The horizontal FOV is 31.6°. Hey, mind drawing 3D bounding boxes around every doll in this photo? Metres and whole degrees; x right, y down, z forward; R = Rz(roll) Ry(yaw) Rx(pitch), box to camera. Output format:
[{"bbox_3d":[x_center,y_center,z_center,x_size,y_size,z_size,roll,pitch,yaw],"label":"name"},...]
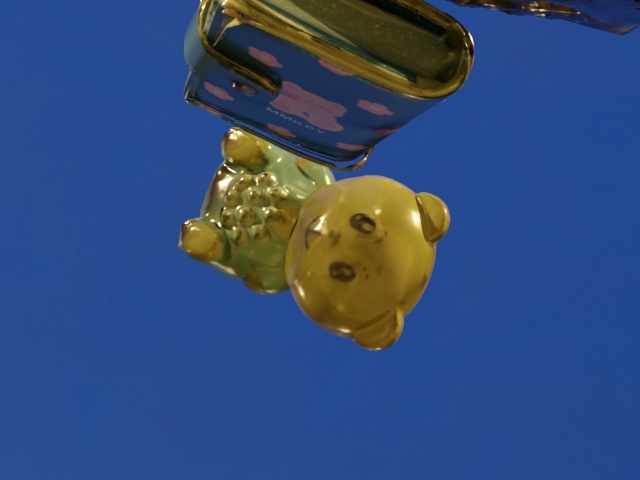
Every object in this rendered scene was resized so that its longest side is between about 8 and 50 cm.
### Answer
[{"bbox_3d":[0.000,0.000,1.220,0.261,0.177,0.161,21,-7,30],"label":"doll"}]

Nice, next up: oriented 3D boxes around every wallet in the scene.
[{"bbox_3d":[-0.009,-0.099,0.649,0.141,0.202,0.059,25,-100,-8],"label":"wallet"}]

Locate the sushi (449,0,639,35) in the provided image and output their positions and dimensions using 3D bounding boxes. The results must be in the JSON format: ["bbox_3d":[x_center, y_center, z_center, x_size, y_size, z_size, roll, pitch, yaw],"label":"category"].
[{"bbox_3d":[0.085,-0.169,0.410,0.212,0.227,0.215,-1,-58,-22],"label":"sushi"}]
